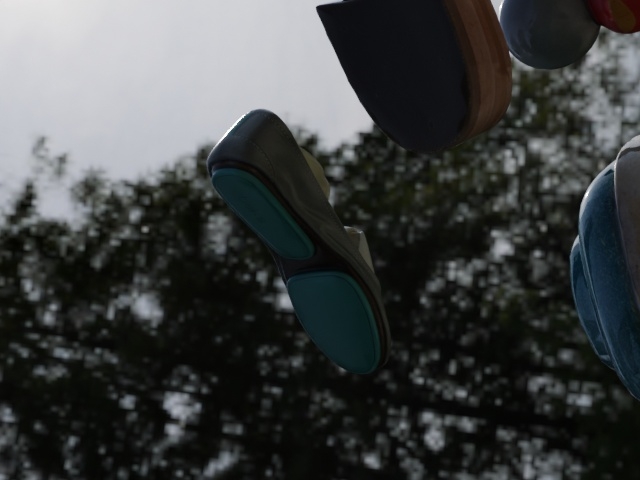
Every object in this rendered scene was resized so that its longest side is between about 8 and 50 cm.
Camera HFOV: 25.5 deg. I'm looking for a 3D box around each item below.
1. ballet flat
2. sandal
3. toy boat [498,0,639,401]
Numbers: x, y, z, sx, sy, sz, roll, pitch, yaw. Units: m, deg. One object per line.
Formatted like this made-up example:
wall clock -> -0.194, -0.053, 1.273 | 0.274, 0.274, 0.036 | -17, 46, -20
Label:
ballet flat -> 0.000, 0.000, 0.946 | 0.213, 0.072, 0.068 | 57, -134, -34
sandal -> 0.024, -0.154, 0.501 | 0.079, 0.088, 0.240 | -27, -80, -38
toy boat -> 0.212, -0.036, 0.891 | 0.267, 0.148, 0.318 | 6, -110, -59
